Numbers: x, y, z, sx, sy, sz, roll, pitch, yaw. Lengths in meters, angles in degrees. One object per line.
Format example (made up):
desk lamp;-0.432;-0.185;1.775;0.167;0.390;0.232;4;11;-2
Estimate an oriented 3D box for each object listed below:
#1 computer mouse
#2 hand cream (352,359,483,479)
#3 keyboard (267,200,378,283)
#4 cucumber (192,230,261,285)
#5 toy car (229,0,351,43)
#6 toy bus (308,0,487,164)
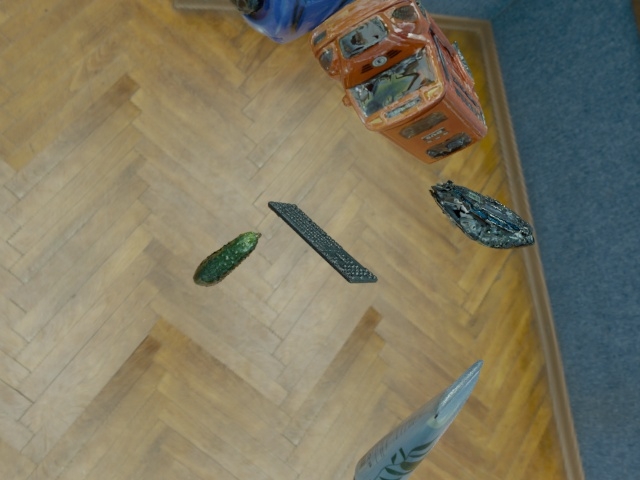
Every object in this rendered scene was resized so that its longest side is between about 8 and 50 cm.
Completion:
computer mouse;0.326;-0.043;1.321;0.241;0.078;0.146;30;21;5
hand cream;0.093;0.215;0.692;0.088;0.256;0.055;-28;63;-40
keyboard;0.000;0.000;0.946;0.061;0.013;0.204;4;30;-47
cucumber;-0.206;0.040;1.433;0.069;0.227;0.069;31;40;-30
toy car;0.009;-0.188;0.355;0.103;0.216;0.063;-34;74;-27
toy bus;0.120;-0.209;0.873;0.329;0.143;0.153;14;55;-63
